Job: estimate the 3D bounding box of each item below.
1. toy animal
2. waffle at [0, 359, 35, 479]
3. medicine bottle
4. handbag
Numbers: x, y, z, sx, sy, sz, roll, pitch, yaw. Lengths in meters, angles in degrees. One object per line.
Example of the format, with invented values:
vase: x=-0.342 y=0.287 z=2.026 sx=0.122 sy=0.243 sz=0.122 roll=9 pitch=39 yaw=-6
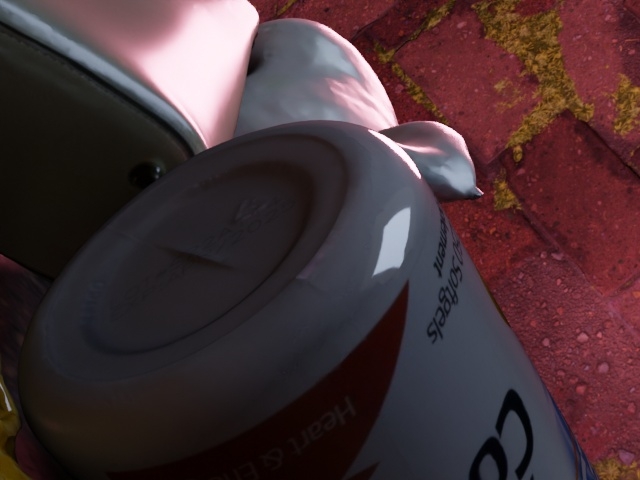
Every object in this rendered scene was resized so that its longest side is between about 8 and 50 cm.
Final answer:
toy animal: x=-0.007 y=-0.007 z=0.777 sx=0.241 sy=0.196 sz=0.367 roll=42 pitch=3 yaw=3
waffle: x=-0.136 y=0.037 z=0.362 sx=0.149 sy=0.051 sz=0.194 roll=47 pitch=7 yaw=-35
medicine bottle: x=0.027 y=0.107 z=0.500 sx=0.289 sy=0.157 sz=0.157 roll=56 pitch=3 yaw=-30
handbag: x=-0.130 y=-0.131 z=0.614 sx=0.241 sy=0.109 sz=0.315 roll=32 pitch=33 yaw=-20
